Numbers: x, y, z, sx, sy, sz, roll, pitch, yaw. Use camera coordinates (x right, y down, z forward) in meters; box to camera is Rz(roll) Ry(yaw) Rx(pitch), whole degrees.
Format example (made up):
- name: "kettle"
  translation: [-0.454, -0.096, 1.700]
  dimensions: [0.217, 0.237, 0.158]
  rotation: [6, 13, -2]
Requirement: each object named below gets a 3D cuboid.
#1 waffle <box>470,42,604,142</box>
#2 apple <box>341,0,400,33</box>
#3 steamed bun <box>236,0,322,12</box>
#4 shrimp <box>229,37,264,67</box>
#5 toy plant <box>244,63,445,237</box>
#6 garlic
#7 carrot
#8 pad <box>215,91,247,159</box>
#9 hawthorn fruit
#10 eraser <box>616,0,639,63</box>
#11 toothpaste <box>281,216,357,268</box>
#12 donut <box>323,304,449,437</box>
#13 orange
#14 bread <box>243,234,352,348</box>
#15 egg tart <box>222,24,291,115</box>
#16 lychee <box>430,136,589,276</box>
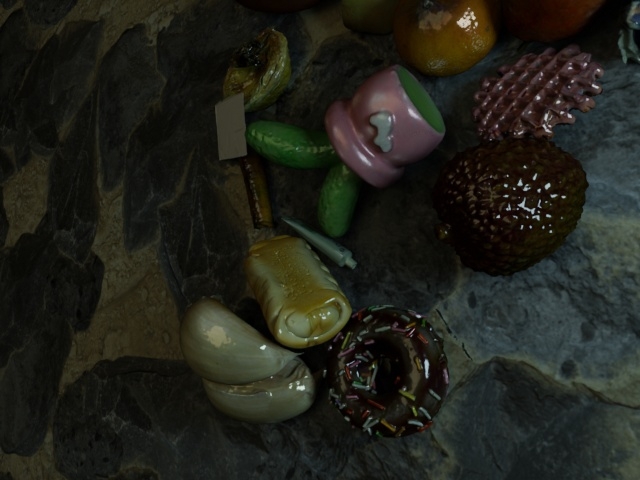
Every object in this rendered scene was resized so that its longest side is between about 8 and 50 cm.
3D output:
- name: "waffle"
  translation: [0.389, -0.269, 0.998]
  dimensions: [0.234, 0.055, 0.221]
  rotation: [-14, 49, 31]
- name: "apple"
  translation: [0.143, -0.616, 1.246]
  dimensions: [0.193, 0.120, 0.265]
  rotation: [11, 88, 25]
- name: "steamed bun"
  translation: [-0.067, -0.711, 1.320]
  dimensions: [0.379, 0.248, 0.235]
  rotation: [-14, 64, 61]
- name: "shrimp"
  translation: [-0.183, -0.476, 1.386]
  dimensions: [0.161, 0.034, 0.091]
  rotation: [33, 92, 50]
- name: "toy plant"
  translation: [0.060, -0.210, 1.136]
  dimensions: [0.356, 0.211, 0.317]
  rotation: [-32, 104, 37]
- name: "garlic"
  translation: [-0.166, 0.257, 1.192]
  dimensions: [0.313, 0.249, 0.286]
  rotation: [33, 127, 39]
- name: "carrot"
  translation: [-0.165, -0.149, 1.384]
  dimensions: [0.070, 0.070, 0.260]
  rotation: [-24, 69, 28]
- name: "pad"
  translation: [-0.233, -0.291, 1.412]
  dimensions: [0.232, 0.004, 0.157]
  rotation: [9, 103, 62]
- name: "hawthorn fruit"
  translation: [0.413, -0.456, 0.966]
  dimensions: [0.224, 0.261, 0.224]
  rotation: [3, 51, -3]
- name: "eraser"
  translation: [0.578, -0.463, 0.886]
  dimensions: [0.101, 0.155, 0.332]
  rotation: [18, 89, 32]
- name: "toothpaste"
  translation: [0.000, 0.000, 1.243]
  dimensions: [0.218, 0.064, 0.041]
  rotation: [37, 116, 31]
- name: "donut"
  translation: [0.122, 0.255, 1.073]
  dimensions: [0.269, 0.103, 0.270]
  rotation: [-9, 74, 35]
- name: "orange"
  translation: [0.251, -0.443, 1.095]
  dimensions: [0.224, 0.170, 0.224]
  rotation: [-7, 77, 32]
- name: "bread"
  translation: [-0.057, 0.104, 1.177]
  dimensions: [0.172, 0.121, 0.311]
  rotation: [-17, 38, -13]
- name: "egg tart"
  translation: [-0.157, -0.427, 1.424]
  dimensions: [0.232, 0.098, 0.252]
  rotation: [27, 92, 45]
- name: "lychee"
  translation: [0.320, -0.062, 0.937]
  dimensions: [0.271, 0.236, 0.236]
  rotation: [-20, 66, 3]
